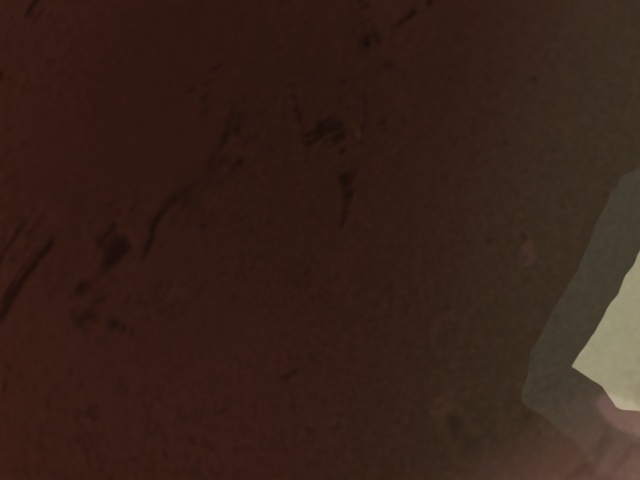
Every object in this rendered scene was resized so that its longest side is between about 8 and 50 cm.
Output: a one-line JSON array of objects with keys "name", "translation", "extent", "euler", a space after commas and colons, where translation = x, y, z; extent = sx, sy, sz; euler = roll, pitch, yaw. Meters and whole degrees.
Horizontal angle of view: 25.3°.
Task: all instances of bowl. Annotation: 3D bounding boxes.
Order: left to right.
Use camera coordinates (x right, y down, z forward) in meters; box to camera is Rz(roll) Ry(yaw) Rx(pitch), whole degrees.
[{"name": "bowl", "translation": [0.000, 0.000, 0.435], "extent": [0.196, 0.434, 0.435], "euler": [31, 112, 43]}]
